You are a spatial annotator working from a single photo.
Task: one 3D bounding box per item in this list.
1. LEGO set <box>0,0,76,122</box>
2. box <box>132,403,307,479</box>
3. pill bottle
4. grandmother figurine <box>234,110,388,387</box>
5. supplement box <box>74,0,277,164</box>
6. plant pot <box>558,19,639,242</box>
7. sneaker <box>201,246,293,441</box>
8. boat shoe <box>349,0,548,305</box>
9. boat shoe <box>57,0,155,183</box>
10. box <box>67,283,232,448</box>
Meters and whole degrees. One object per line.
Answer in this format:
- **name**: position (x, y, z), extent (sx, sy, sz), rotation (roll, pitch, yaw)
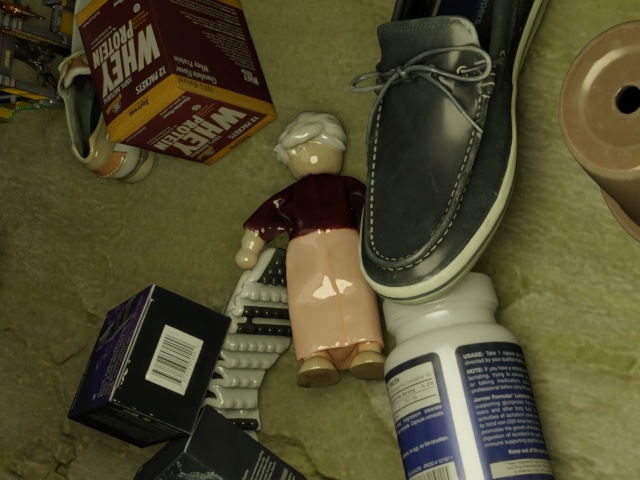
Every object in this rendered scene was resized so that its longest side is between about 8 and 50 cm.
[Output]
- **LEGO set**: position (-0.477, -0.330, 2.152), extent (0.255, 0.192, 0.331), rotation (12, 89, 40)
- **box**: position (-0.130, 0.306, 1.750), extent (0.156, 0.158, 0.093), rotation (-45, 12, 33)
- **pill bottle**: position (0.152, 0.178, 1.564), extent (0.153, 0.153, 0.265), rotation (-25, 67, 34)
- **grandmother figurine**: position (0.000, 0.000, 1.752), extent (0.208, 0.104, 0.342), rotation (-3, 67, -5)
- **supplement box**: position (-0.186, -0.224, 1.893), extent (0.129, 0.191, 0.194), rotation (-33, 63, 31)
- **plant pot**: position (0.350, -0.111, 1.407), extent (0.263, 0.229, 0.263), rotation (-7, 78, 37)
- **sneaker**: position (-0.113, 0.139, 1.829), extent (0.118, 0.110, 0.292), rotation (28, 100, 48)
- **boat shoe**: position (0.129, -0.175, 1.578), extent (0.187, 0.156, 0.500), rotation (4, 70, 40)
- **boat shoe**: position (-0.306, -0.231, 2.050), extent (0.113, 0.103, 0.302), rotation (-29, 64, 33)
- **box**: position (-0.208, 0.156, 1.766), extent (0.207, 0.108, 0.153), rotation (-29, 40, 62)
